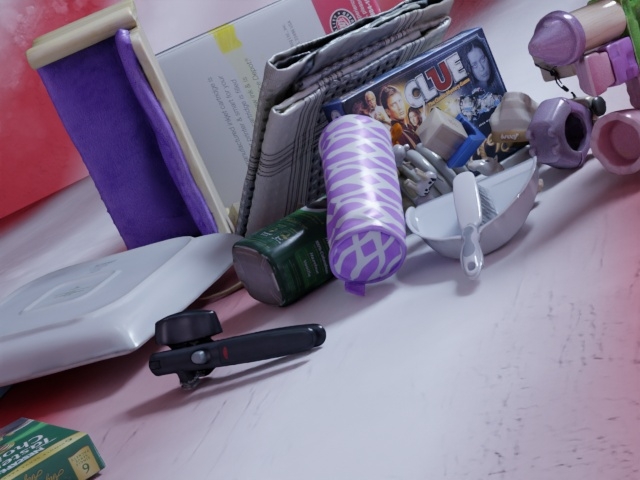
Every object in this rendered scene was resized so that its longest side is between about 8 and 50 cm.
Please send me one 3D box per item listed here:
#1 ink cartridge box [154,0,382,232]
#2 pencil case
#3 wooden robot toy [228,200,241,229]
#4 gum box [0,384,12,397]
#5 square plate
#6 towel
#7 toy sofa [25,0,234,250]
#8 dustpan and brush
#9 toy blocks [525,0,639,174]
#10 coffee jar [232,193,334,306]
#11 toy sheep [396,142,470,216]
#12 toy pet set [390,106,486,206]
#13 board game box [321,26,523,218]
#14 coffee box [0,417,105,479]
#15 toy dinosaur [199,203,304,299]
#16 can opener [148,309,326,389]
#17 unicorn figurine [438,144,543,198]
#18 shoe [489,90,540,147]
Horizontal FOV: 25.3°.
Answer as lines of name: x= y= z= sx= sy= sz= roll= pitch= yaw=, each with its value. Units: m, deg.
ink cartridge box: x=-0.063 y=-0.196 z=2.065 sx=0.385 sy=0.279 sz=0.160 roll=-22 pitch=11 yaw=6
pencil case: x=0.040 y=-0.045 z=1.497 sx=0.088 sy=0.086 sz=0.206 roll=-57 pitch=23 yaw=35
wooden robot toy: x=-0.055 y=-0.042 z=1.964 sx=0.173 sy=0.076 sz=0.079 roll=-33 pitch=-20 yaw=-38
gum box: x=-0.441 y=0.170 z=1.774 sx=0.157 sy=0.041 sz=0.184 roll=-20 pitch=13 yaw=13
square plate: x=-0.293 y=0.081 z=1.703 sx=0.347 sy=0.049 sz=0.344 roll=-14 pitch=15 yaw=25
towel: x=0.035 y=-0.148 z=1.800 sx=0.312 sy=0.056 sz=0.324 roll=-28 pitch=-32 yaw=-32
toy sofa: x=-0.244 y=-0.120 z=1.880 sx=0.150 sy=0.362 sz=0.177 roll=-23 pitch=23 yaw=2
dustpan and brush: x=0.151 y=-0.015 z=1.407 sx=0.147 sy=0.060 sz=0.211 roll=-22 pitch=36 yaw=16
toy blocks: x=0.276 y=-0.201 z=1.436 sx=0.309 sy=0.288 sz=0.260 roll=-6 pitch=16 yaw=46
coffee jar: x=0.000 y=0.000 z=1.584 sx=0.184 sy=0.079 sz=0.096 roll=-30 pitch=22 yaw=-26
toy sheep: x=0.130 y=-0.076 z=1.644 sx=0.132 sy=0.091 sz=0.091 roll=-40 pitch=12 yaw=1
toy pet set: x=0.121 y=-0.089 z=1.572 sx=0.114 sy=0.065 sz=0.122 roll=-51 pitch=28 yaw=22
board game box: x=0.132 y=-0.140 z=1.741 sx=0.243 sy=0.165 sz=0.042 roll=-31 pitch=15 yaw=-30
coffee box: x=-0.282 y=0.210 z=1.306 sx=0.113 sy=0.040 sz=0.184 roll=-29 pitch=13 yaw=-26
toy dinosaur: x=-0.057 y=0.021 z=1.718 sx=0.183 sy=0.053 sz=0.092 roll=-45 pitch=4 yaw=-29
can opener: x=-0.084 y=0.103 z=1.367 sx=0.186 sy=0.073 sz=0.059 roll=-6 pitch=11 yaw=28
unicorn figurine: x=0.185 y=-0.057 z=1.566 sx=0.111 sy=0.060 sz=0.162 roll=-25 pitch=27 yaw=-27
shoe: x=0.248 y=-0.143 z=1.692 sx=0.077 sy=0.058 sz=0.219 roll=-6 pitch=1 yaw=17
